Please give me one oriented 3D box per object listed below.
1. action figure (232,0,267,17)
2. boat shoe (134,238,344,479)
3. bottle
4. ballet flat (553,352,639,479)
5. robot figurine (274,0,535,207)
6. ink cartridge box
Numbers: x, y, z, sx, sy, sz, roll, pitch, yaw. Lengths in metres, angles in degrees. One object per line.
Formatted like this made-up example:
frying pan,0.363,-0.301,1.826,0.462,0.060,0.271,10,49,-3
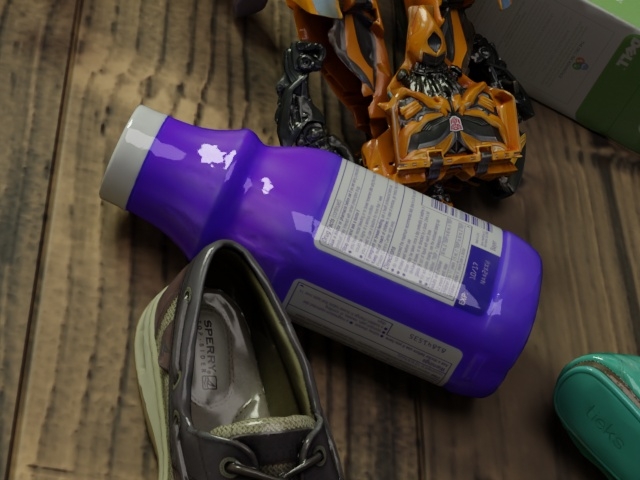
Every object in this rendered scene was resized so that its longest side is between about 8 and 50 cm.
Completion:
action figure,-0.097,-0.341,1.113,0.341,0.178,0.330,3,61,-20
boat shoe,-0.038,0.125,0.800,0.103,0.092,0.285,-1,52,-22
bottle,0.000,0.000,0.920,0.283,0.092,0.118,23,37,-4
ballet flat,0.246,0.167,0.902,0.087,0.083,0.247,-11,58,-47
robot figurine,0.057,-0.152,1.021,0.211,0.085,0.291,-8,81,-28
ink cartridge box,0.207,-0.158,1.131,0.209,0.109,0.062,28,48,1
